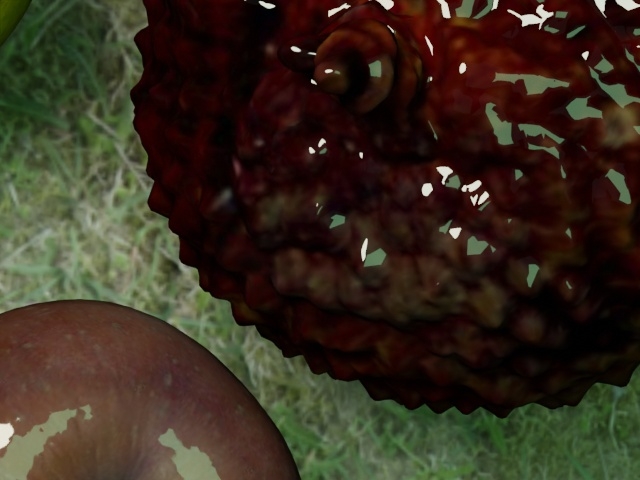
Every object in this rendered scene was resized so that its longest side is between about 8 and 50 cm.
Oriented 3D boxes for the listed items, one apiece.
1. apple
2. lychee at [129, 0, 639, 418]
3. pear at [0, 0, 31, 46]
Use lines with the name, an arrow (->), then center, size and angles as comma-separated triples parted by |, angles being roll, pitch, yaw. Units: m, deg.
apple -> -0.152, 0.181, 1.192 | 0.305, 0.235, 0.306 | 2, 85, -25
lychee -> 0.087, -0.097, 1.177 | 0.424, 0.500, 0.425 | 0, 89, 13
pear -> -0.290, -0.208, 1.109 | 0.294, 0.294, 0.294 | 0, 89, -26
